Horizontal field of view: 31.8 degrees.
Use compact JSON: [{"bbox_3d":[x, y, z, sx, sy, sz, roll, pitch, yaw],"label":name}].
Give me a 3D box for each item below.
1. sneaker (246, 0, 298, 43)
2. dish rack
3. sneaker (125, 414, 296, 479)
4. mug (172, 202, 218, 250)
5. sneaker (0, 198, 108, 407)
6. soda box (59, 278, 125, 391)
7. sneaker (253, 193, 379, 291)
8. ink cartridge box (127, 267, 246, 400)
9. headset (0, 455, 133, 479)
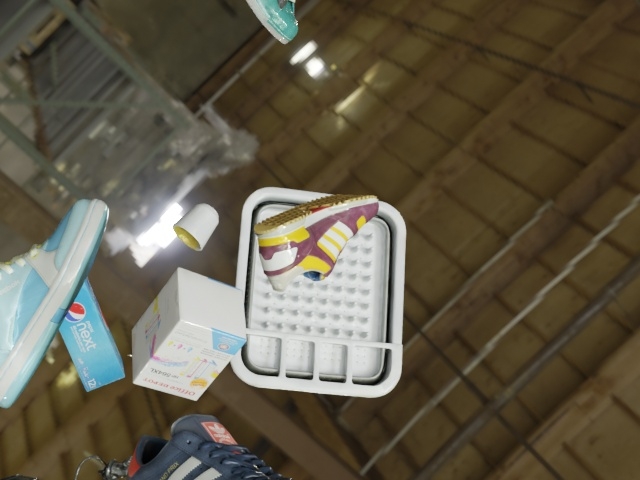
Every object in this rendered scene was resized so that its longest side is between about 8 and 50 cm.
[{"bbox_3d":[-0.098,-0.527,2.132,0.121,0.302,0.108,-26,176,17],"label":"sneaker"},{"bbox_3d":[-0.005,0.089,1.860,0.072,0.285,0.333,135,-39,-71],"label":"dish rack"},{"bbox_3d":[-0.109,0.274,1.304,0.350,0.131,0.148,-11,-113,38],"label":"sneaker"},{"bbox_3d":[-0.206,-0.028,1.854,0.078,0.062,0.064,16,-120,43],"label":"mug"},{"bbox_3d":[-0.443,0.051,1.555,0.319,0.208,0.127,-62,-174,-5],"label":"sneaker"},{"bbox_3d":[-0.397,0.141,1.873,0.071,0.210,0.067,-21,-157,-6],"label":"soda box"},{"bbox_3d":[0.000,0.000,1.287,0.185,0.084,0.069,-20,-165,-41],"label":"sneaker"},{"bbox_3d":[-0.166,0.122,1.369,0.143,0.092,0.090,-52,-149,32],"label":"ink cartridge box"},{"bbox_3d":[-0.495,0.515,1.989,0.394,0.243,0.185,-41,168,10],"label":"headset"}]
